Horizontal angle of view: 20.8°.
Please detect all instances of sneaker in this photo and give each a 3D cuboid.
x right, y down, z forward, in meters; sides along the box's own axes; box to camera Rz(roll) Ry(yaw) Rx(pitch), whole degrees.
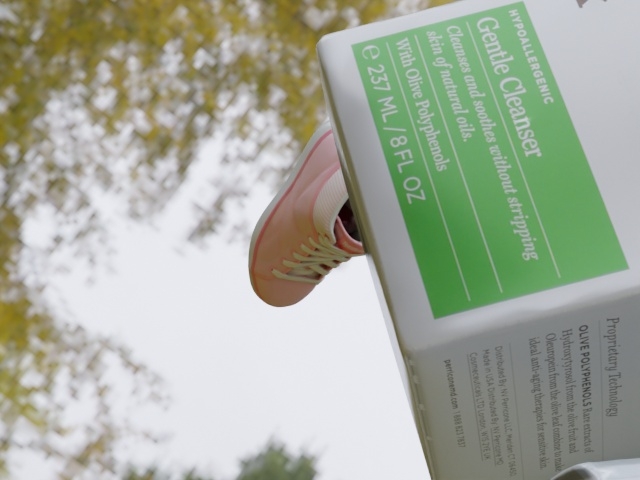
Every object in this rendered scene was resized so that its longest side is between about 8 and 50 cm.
[{"bbox_3d":[0.000,0.000,1.018,0.051,0.070,0.134,9,-56,-29],"label":"sneaker"}]

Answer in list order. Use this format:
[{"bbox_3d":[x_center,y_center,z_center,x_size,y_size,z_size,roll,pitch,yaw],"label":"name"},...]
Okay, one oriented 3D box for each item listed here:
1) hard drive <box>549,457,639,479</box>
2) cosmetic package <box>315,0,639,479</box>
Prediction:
[{"bbox_3d":[0.134,0.157,0.669,0.307,0.203,0.040,4,39,-48],"label":"hard drive"},{"bbox_3d":[0.202,-0.028,0.824,0.155,0.366,0.197,75,-1,-53],"label":"cosmetic package"}]
